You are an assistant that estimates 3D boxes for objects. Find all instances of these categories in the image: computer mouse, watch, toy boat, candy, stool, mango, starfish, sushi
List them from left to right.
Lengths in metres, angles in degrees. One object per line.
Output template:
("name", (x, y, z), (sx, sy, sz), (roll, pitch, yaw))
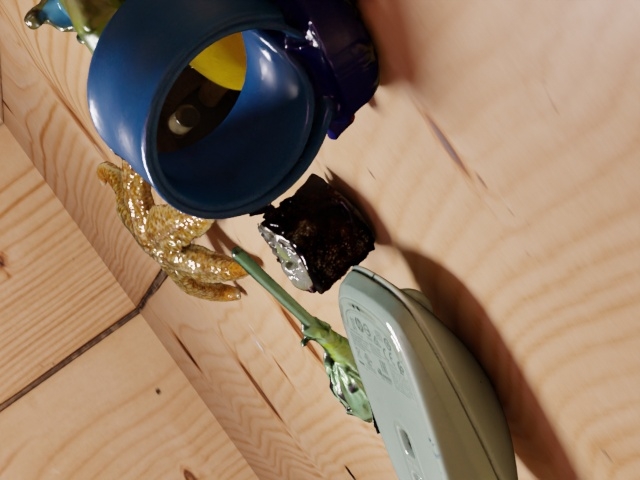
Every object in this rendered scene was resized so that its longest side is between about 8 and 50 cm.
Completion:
("toy boat", (-0.286, -0.256, 2.053), (0.185, 0.077, 0.075), (36, 159, 56))
("starfish", (-0.196, -0.016, 2.334), (0.375, 0.094, 0.327), (39, 159, 37))
("stool", (-0.122, -0.131, 1.699), (0.121, 0.125, 0.217), (-26, 81, 60))
("mango", (-0.100, -0.191, 1.539), (0.103, 0.076, 0.161), (28, 160, 51))
("watch", (-0.068, -0.114, 1.330), (0.171, 0.200, 0.196), (33, 152, 52))
("candy", (-0.003, 0.090, 1.752), (0.305, 0.083, 0.091), (44, -157, -47))
("sushi", (0.000, -0.001, 1.647), (0.094, 0.084, 0.098), (30, 158, 54))
("computer mouse", (0.110, 0.146, 1.604), (0.159, 0.097, 0.288), (34, 145, 63))

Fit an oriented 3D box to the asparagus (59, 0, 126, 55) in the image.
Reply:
("asparagus", (-0.215, -0.208, 1.919), (0.343, 0.082, 0.085), (59, 161, -7))
